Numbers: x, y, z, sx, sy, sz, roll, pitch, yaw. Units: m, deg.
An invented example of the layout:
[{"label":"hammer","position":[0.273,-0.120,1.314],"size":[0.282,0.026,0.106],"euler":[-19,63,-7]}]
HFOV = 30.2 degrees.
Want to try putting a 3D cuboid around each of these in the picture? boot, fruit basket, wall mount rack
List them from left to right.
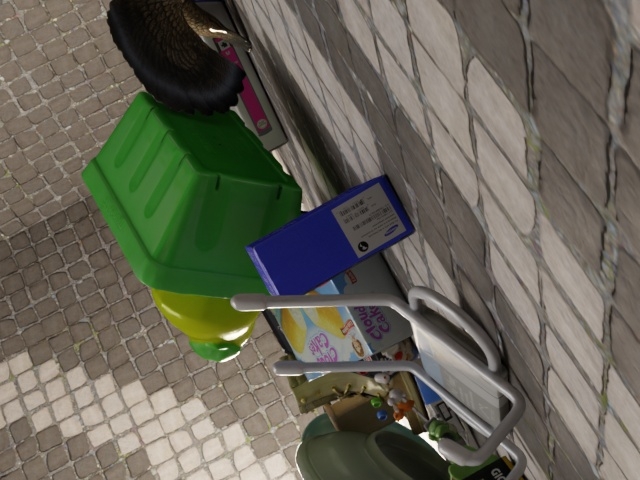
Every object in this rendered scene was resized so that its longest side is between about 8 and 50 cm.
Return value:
[{"label":"fruit basket","position":[-0.191,0.011,1.769],"size":[0.392,0.283,0.392],"euler":[-22,64,56]},{"label":"boot","position":[0.059,0.267,2.099],"size":[0.262,0.203,0.095],"euler":[59,175,28]},{"label":"wall mount rack","position":[0.076,0.145,1.252],"size":[0.304,0.130,0.350],"euler":[37,165,24]}]

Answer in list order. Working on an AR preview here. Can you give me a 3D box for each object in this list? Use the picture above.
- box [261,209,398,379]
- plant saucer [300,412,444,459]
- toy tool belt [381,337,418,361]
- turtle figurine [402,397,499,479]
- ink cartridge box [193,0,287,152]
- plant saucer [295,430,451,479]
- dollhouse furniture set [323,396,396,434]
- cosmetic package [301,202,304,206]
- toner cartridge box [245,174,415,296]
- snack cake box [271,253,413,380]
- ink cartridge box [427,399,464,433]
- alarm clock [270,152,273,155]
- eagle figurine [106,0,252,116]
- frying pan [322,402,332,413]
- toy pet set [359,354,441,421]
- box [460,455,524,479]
[{"label":"box","position":[-0.016,0.082,1.978],"size":[0.293,0.073,0.295],"euler":[11,134,52]},{"label":"plant saucer","position":[0.105,0.439,2.221],"size":[0.317,0.318,0.043],"euler":[57,133,47]},{"label":"toy tool belt","position":[0.130,0.175,1.813],"size":[0.051,0.052,0.083],"euler":[31,-171,-18]},{"label":"turtle figurine","position":[0.143,0.351,1.633],"size":[0.274,0.198,0.266],"euler":[49,166,9]},{"label":"ink cartridge box","position":[-0.173,-0.333,2.040],"size":[0.371,0.069,0.175],"euler":[62,177,-32]},{"label":"plant saucer","position":[0.153,0.422,2.011],"size":[0.400,0.100,0.400],"euler":[29,-169,-6]},{"label":"dollhouse furniture set","position":[0.059,0.247,2.270],"size":[0.242,0.161,0.212],"euler":[58,174,46]},{"label":"cosmetic package","position":[-0.163,-0.112,2.408],"size":[0.238,0.127,0.107],"euler":[45,-176,13]},{"label":"toner cartridge box","position":[0.000,0.000,1.416],"size":[0.075,0.165,0.348],"euler":[62,176,-2]},{"label":"snack cake box","position":[0.026,0.105,1.732],"size":[0.152,0.089,0.264],"euler":[63,156,5]},{"label":"ink cartridge box","position":[0.180,0.254,1.768],"size":[0.083,0.028,0.048],"euler":[62,175,10]},{"label":"alarm clock","position":[-0.143,-0.197,2.575],"size":[0.192,0.064,0.129],"euler":[60,176,-9]},{"label":"eagle figurine","position":[-0.222,-0.347,1.754],"size":[0.225,0.226,0.298],"euler":[28,147,44]},{"label":"frying pan","position":[-0.006,0.268,2.292],"size":[0.197,0.053,0.326],"euler":[-63,-43,-70]},{"label":"toy pet set","position":[0.123,0.211,1.615],"size":[0.065,0.114,0.122],"euler":[-109,-4,-47]},{"label":"box","position":[0.285,0.435,1.360],"size":[0.257,0.079,0.322],"euler":[62,176,-28]}]
